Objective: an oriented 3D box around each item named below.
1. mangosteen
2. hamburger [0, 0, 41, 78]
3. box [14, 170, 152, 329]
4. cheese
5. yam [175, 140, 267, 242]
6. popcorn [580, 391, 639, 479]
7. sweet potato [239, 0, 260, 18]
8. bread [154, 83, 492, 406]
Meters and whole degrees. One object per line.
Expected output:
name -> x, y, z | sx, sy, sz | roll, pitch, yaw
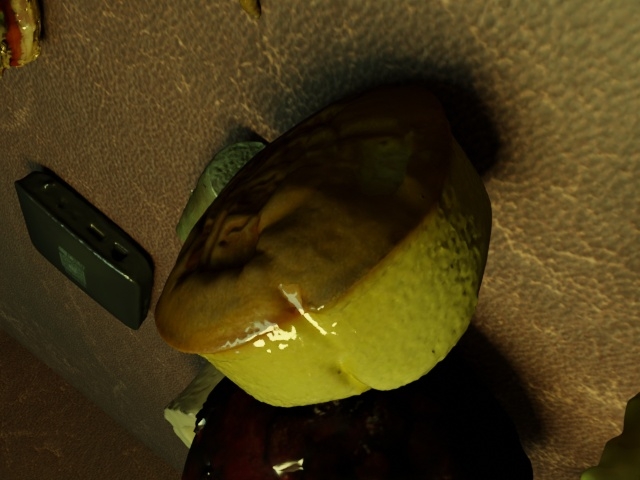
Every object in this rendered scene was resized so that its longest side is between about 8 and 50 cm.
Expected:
mangosteen -> 0.050, 0.274, 0.721 | 0.381, 0.381, 0.421 | 25, 178, 27
hamburger -> -0.441, -0.285, 0.736 | 0.244, 0.163, 0.244 | 29, 145, 23
box -> -0.437, 0.028, 1.211 | 0.290, 0.073, 0.289 | 38, 150, 5
cheese -> -0.118, 0.351, 1.178 | 0.292, 0.153, 0.332 | 50, 150, -14
yam -> -0.112, -0.019, 0.762 | 0.106, 0.106, 0.259 | 42, 148, 0
popcorn -> 0.292, 0.177, 0.312 | 0.292, 0.334, 0.293 | 39, 180, 17
sweet potato -> -0.066, -0.228, 0.519 | 0.026, 0.026, 0.115 | 21, 143, 31
bread -> 0.000, 0.000, 0.502 | 0.270, 0.270, 0.148 | -1, 137, 49
